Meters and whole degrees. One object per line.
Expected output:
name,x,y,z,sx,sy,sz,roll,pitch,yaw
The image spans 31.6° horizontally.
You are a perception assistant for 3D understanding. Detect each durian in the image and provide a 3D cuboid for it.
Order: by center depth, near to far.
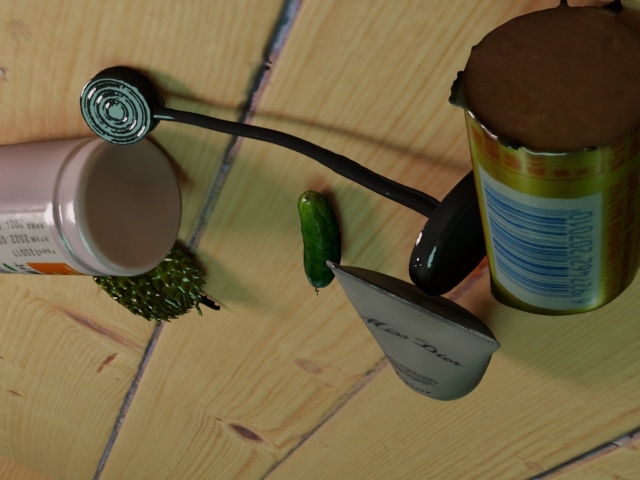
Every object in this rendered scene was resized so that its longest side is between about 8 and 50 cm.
durian,-0.186,0.030,1.225,0.215,0.086,0.100,40,-178,-23

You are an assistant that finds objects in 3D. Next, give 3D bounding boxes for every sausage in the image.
sausage,0.170,-0.027,0.781,0.117,0.125,0.317,48,170,29

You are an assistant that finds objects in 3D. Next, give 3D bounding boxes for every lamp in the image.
lamp,-0.036,-0.059,0.885,0.371,0.108,0.130,22,130,9

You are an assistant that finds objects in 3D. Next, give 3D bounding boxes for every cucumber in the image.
cucumber,0.000,0.000,1.037,0.039,0.039,0.168,16,150,15

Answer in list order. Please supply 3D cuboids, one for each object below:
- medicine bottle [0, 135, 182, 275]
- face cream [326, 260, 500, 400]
medicine bottle,-0.263,-0.032,1.086,0.250,0.133,0.133,0,145,37
face cream,0.096,0.079,0.967,0.143,0.089,0.314,27,170,17
